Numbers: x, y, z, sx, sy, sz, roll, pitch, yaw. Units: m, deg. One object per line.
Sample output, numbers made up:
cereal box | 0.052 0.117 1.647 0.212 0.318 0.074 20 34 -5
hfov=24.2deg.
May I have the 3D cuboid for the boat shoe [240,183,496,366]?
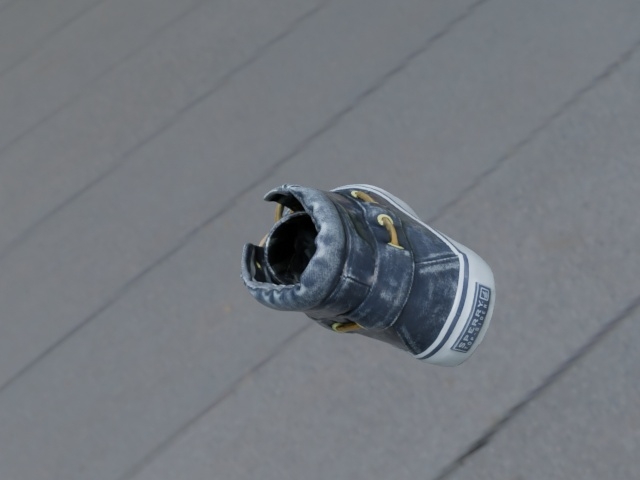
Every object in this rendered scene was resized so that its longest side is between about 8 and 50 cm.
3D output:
boat shoe | 0.000 0.000 0.643 0.065 0.083 0.183 -68 23 1
